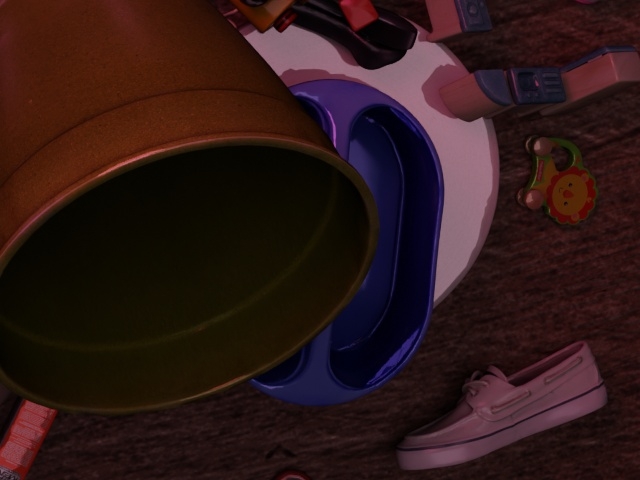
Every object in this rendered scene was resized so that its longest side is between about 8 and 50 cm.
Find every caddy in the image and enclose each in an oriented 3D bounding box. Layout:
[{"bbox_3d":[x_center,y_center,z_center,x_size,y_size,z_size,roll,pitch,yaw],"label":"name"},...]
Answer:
[{"bbox_3d":[0.000,0.000,1.731,0.241,0.179,0.341,4,97,-10],"label":"caddy"}]

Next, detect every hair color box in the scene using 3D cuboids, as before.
[{"bbox_3d":[-0.323,0.199,1.824,0.043,0.072,0.141,27,93,-12],"label":"hair color box"}]

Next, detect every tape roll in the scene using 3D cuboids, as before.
[{"bbox_3d":[0.009,-0.073,1.850,0.392,0.072,0.392,-1,98,-11],"label":"tape roll"}]

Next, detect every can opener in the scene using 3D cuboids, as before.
[{"bbox_3d":[0.012,-0.240,1.768,0.186,0.059,0.073,22,120,-3],"label":"can opener"}]

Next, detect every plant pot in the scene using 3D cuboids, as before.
[{"bbox_3d":[-0.181,-0.087,1.534,0.366,0.353,0.366,-17,144,-13],"label":"plant pot"}]

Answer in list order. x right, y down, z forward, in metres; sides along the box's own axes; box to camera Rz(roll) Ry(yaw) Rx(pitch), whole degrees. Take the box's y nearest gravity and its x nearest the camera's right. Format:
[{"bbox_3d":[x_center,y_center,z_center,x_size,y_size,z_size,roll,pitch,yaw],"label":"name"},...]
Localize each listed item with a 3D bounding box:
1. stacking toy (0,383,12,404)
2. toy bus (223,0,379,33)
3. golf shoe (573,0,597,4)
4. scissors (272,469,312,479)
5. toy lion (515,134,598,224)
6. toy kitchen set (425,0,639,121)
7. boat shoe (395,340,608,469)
[{"bbox_3d":[-0.553,0.021,1.673,0.480,0.350,0.350,-5,98,6],"label":"stacking toy"},{"bbox_3d":[-0.034,-0.291,1.674,0.191,0.104,0.202,-1,91,-2],"label":"toy bus"},{"bbox_3d":[0.382,-0.393,1.844,0.115,0.140,0.306,40,90,-14],"label":"golf shoe"},{"bbox_3d":[0.036,0.381,1.929,0.297,0.021,0.109,38,85,-8],"label":"scissors"},{"bbox_3d":[0.281,-0.069,1.923,0.096,0.034,0.100,6,96,-18],"label":"toy lion"},{"bbox_3d":[0.230,-0.231,1.816,0.207,0.122,0.166,-8,80,-42],"label":"toy kitchen set"},{"bbox_3d":[0.205,0.189,1.909,0.268,0.096,0.088,-18,96,-9],"label":"boat shoe"}]
